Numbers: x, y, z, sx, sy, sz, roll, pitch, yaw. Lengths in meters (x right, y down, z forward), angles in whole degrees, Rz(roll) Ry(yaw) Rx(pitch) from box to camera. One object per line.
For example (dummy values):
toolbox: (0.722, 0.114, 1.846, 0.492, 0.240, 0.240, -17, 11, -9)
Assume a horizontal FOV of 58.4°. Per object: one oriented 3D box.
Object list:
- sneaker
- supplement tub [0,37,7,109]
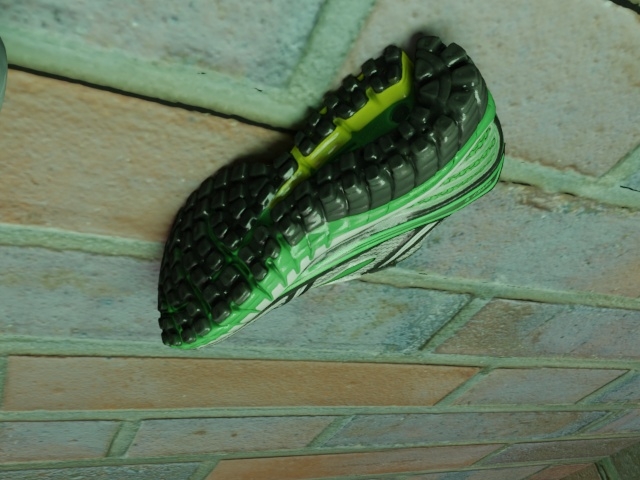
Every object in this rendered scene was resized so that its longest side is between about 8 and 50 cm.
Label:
sneaker: (0.000, 0.000, 0.472, 0.344, 0.134, 0.146, -31, 141, 21)
supplement tub: (-0.306, -0.095, 0.195, 0.194, 0.193, 0.316, -31, 141, 21)
